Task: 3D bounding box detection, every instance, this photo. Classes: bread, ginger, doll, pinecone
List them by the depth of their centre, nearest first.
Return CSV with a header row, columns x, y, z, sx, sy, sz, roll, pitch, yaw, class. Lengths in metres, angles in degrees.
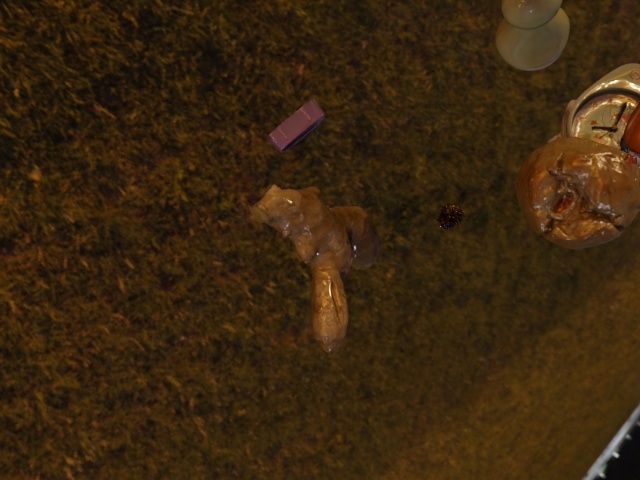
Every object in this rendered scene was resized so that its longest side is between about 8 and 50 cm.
x,y,z,sx,sy,sz,roll,pitch,yaw,class
0.395,-0.415,1.331,0.142,0.117,0.296,-12,160,13,doll
0.510,-0.090,1.405,0.134,0.245,0.244,-42,153,-59,bread
0.019,-0.009,1.488,0.363,0.122,0.348,-52,130,-44,ginger
0.390,-0.070,2.136,0.077,0.077,0.083,2,129,-51,pinecone

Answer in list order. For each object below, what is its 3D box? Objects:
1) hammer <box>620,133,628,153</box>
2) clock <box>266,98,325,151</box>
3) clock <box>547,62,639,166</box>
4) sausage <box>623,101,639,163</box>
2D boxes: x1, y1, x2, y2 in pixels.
x,y,z,sx,sy,sz,roll,pitch,yaw,class
0.820,-0.237,1.690,0.078,0.201,0.021,66,35,-46,hammer
-0.057,-0.281,1.771,0.153,0.050,0.110,-39,180,4,clock
0.773,-0.291,1.879,0.324,0.265,0.108,-31,161,7,clock
0.459,-0.193,0.901,0.071,0.071,0.234,-15,139,-43,sausage
